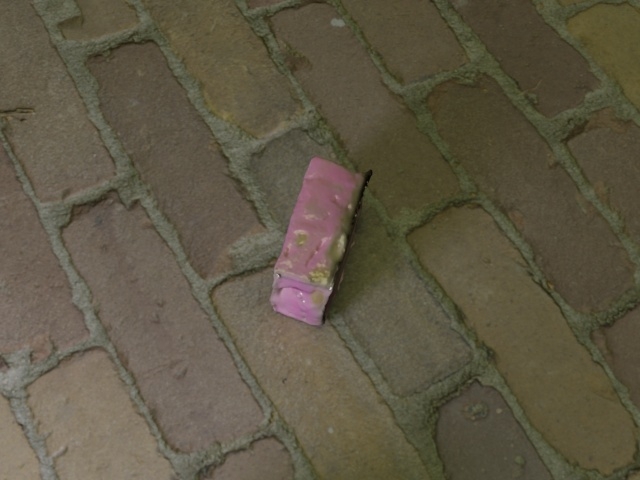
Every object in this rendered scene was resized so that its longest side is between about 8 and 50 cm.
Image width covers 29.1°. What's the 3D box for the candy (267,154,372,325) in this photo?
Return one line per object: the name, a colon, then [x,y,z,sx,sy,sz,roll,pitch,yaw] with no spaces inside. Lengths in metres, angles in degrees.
candy: [0.000,0.000,2.153,0.116,0.155,0.265,16,61,2]
